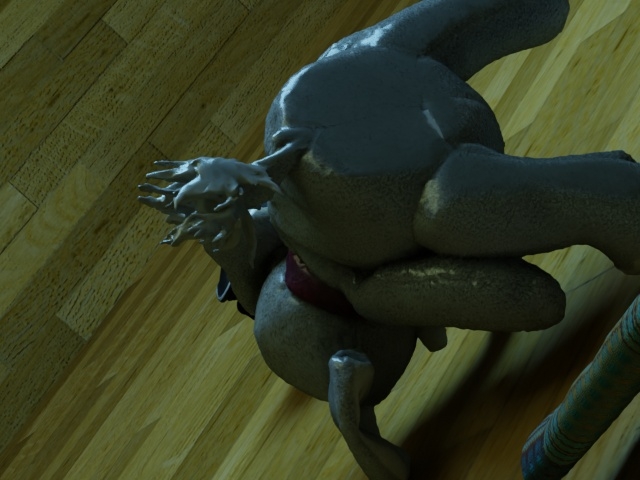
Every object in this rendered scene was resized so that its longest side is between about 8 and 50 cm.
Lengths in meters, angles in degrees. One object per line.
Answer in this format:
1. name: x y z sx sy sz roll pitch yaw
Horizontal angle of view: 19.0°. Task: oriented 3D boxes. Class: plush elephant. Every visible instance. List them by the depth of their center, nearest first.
1. plush elephant: 0.048 0.009 1.272 0.330 0.272 0.255 -18 -38 -14

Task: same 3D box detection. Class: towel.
1. towel: 0.213 -0.037 0.888 0.271 0.040 0.370 -46 -10 -24

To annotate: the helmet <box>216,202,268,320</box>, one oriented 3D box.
1. helmet: 0.000 0.000 1.632 0.161 0.169 0.169 -61 6 18
